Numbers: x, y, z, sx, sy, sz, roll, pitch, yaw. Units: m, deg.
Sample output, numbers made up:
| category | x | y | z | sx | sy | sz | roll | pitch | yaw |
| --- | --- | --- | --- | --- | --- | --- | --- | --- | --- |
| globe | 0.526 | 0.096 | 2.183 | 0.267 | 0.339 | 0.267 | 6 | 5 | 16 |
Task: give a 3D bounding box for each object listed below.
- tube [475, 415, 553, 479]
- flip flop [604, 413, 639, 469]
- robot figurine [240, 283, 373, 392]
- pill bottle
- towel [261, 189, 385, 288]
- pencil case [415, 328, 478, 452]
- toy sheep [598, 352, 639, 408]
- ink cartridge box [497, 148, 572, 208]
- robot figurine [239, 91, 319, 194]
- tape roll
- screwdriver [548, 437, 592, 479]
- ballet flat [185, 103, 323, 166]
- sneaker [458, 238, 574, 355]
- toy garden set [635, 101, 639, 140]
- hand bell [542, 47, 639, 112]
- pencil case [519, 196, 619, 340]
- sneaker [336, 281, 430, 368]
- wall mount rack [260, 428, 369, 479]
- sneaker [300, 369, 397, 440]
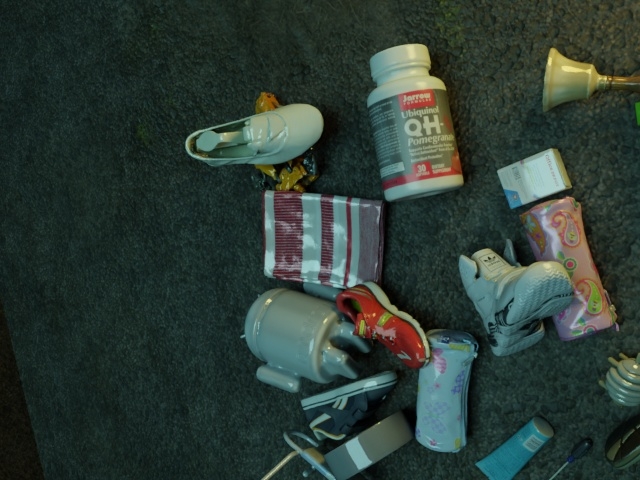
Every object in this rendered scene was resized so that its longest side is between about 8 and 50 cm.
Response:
| category | x | y | z | sx | sy | sz | roll | pitch | yaw |
| --- | --- | --- | --- | --- | --- | --- | --- | --- | --- |
| tube | 0.428 | 0.470 | 1.462 | 0.080 | 0.052 | 0.207 | 50 | 126 | 26 |
| flip flop | 0.665 | 0.356 | 1.250 | 0.080 | 0.112 | 0.277 | 40 | 117 | -4 |
| robot figurine | -0.047 | 0.234 | 1.679 | 0.354 | 0.199 | 0.299 | 13 | 62 | 34 |
| pill bottle | 0.200 | -0.255 | 1.459 | 0.176 | 0.176 | 0.318 | -12 | 89 | 36 |
| towel | 0.000 | 0.000 | 1.662 | 0.329 | 0.037 | 0.236 | 7 | 106 | 23 |
| pencil case | 0.285 | 0.337 | 1.507 | 0.124 | 0.113 | 0.272 | 8 | 100 | 20 |
| toy sheep | 0.599 | 0.271 | 1.291 | 0.091 | 0.091 | 0.132 | 24 | 127 | 31 |
| ink cartridge box | 0.444 | -0.128 | 1.375 | 0.123 | 0.052 | 0.088 | -23 | 83 | 37 |
| robot figurine | -0.108 | -0.233 | 1.740 | 0.211 | 0.085 | 0.291 | -42 | 71 | 32 |
| tape roll | 0.117 | 0.487 | 1.578 | 0.219 | 0.219 | 0.072 | -40 | 73 | 32 |
| screwdriver | 0.518 | 0.479 | 1.410 | 0.024 | 0.025 | 0.169 | 44 | 117 | 24 |
| ballet flat | -0.180 | -0.253 | 1.656 | 0.401 | 0.139 | 0.139 | -5 | 92 | 35 |
| sneaker | 0.367 | 0.082 | 1.308 | 0.138 | 0.365 | 0.210 | -19 | 63 | -5 |
| toy garden set | 0.692 | -0.149 | 1.188 | 0.204 | 0.049 | 0.244 | -8 | 89 | 47 |
| hand bell | 0.556 | -0.297 | 1.259 | 0.242 | 0.126 | 0.126 | 9 | 101 | 23 |
| pencil case | 0.495 | 0.058 | 1.323 | 0.124 | 0.124 | 0.284 | -21 | 83 | 36 |
| sneaker | 0.134 | 0.205 | 1.518 | 0.279 | 0.118 | 0.107 | 42 | 133 | 41 |
| wall mount rack | -0.003 | 0.617 | 1.626 | 0.350 | 0.304 | 0.130 | 30 | 98 | 30 |
| sneaker | 0.086 | 0.415 | 1.653 | 0.321 | 0.126 | 0.127 | -33 | 71 | 45 |
